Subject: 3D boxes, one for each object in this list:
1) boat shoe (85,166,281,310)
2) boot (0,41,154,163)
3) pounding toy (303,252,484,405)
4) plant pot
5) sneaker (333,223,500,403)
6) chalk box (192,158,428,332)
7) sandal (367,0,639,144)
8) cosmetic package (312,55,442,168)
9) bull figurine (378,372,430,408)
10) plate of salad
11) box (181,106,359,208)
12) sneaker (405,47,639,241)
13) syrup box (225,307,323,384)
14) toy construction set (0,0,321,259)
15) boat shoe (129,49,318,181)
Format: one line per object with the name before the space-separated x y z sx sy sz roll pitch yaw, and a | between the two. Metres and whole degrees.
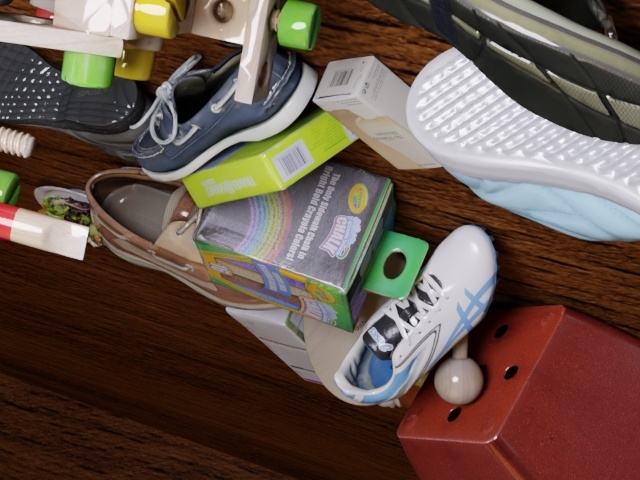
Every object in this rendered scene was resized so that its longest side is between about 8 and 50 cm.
boat shoe | -0.136 -0.008 1.572 0.324 0.123 0.116 12 157 27
boot | -0.251 -0.125 1.446 0.246 0.083 0.161 15 166 27
pounding toy | 0.101 0.093 1.547 0.237 0.183 0.110 -1 177 44
plant pot | 0.248 0.215 1.547 0.236 0.267 0.267 42 156 -22
sneaker | 0.098 0.081 1.410 0.086 0.237 0.085 -5 -133 -51
chalk box | 0.000 0.000 1.403 0.213 0.132 0.132 21 162 11
sandal | 0.119 -0.162 0.895 0.303 0.086 0.120 35 170 13
cosmetic package | 0.056 -0.107 1.177 0.115 0.041 0.060 35 158 -33
bull figurine | 0.174 0.197 1.809 0.310 0.101 0.188 27 166 -5
plate of salad | -0.295 -0.015 1.854 0.200 0.048 0.200 21 161 7
box | -0.052 -0.078 1.280 0.178 0.109 0.042 -8 114 57
sneaker | 0.246 -0.054 0.988 0.366 0.135 0.150 21 172 34
syrup box | -0.015 0.107 1.786 0.096 0.093 0.237 11 159 31
toy construction set | -0.135 -0.132 0.962 0.237 0.309 0.257 16 170 5
boat shoe | -0.106 -0.118 1.248 0.079 0.095 0.254 37 153 -25
